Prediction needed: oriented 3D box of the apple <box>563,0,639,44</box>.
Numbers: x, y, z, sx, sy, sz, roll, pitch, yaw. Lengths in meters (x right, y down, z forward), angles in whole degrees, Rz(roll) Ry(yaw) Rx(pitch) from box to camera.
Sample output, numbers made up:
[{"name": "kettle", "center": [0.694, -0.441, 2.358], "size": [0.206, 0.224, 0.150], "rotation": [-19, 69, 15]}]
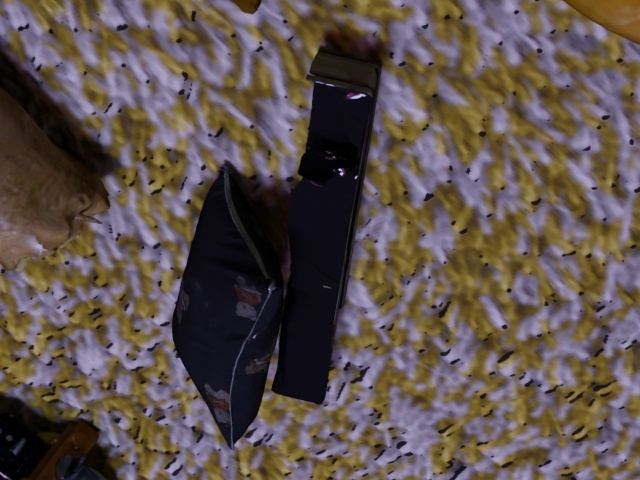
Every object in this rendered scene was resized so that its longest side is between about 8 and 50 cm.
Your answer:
[{"name": "apple", "center": [0.165, -0.184, 0.489], "size": [0.286, 0.233, 0.286], "rotation": [10, 135, 10]}]

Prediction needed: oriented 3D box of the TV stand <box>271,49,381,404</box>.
[{"name": "TV stand", "center": [0.000, 0.000, 0.850], "size": [0.036, 0.042, 0.249], "rotation": [12, 134, 4]}]

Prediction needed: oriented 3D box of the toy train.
[{"name": "toy train", "center": [-0.229, 0.187, 1.070], "size": [0.127, 0.089, 0.219], "rotation": [40, 133, -5]}]

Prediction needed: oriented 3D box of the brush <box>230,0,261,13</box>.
[{"name": "brush", "center": [-0.049, -0.148, 0.603], "size": [0.085, 0.020, 0.336], "rotation": [25, 174, -2]}]

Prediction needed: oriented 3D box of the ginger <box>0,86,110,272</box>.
[{"name": "ginger", "center": [-0.304, -0.101, 0.834], "size": [0.375, 0.166, 0.236], "rotation": [0, 98, -13]}]

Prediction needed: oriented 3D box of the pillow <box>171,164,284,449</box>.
[{"name": "pillow", "center": [-0.054, 0.041, 0.875], "size": [0.090, 0.048, 0.150], "rotation": [50, 145, 29]}]
